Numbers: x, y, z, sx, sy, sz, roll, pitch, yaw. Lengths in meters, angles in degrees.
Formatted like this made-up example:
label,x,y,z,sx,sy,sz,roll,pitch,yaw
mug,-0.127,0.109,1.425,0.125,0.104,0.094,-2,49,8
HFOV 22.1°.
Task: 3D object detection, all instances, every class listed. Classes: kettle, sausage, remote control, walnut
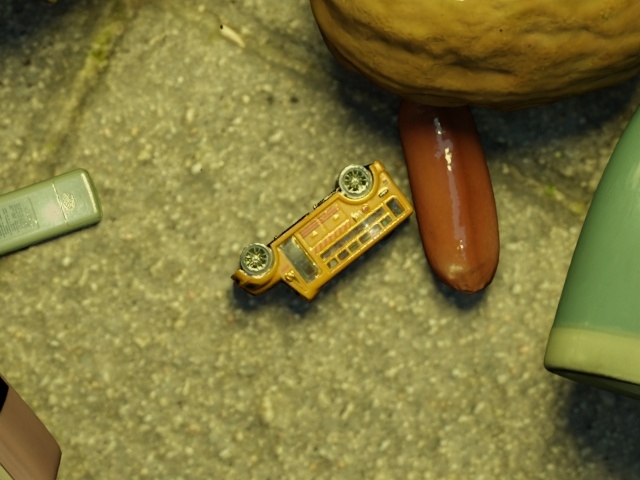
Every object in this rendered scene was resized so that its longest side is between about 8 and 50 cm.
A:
label,x,y,z,sx,sy,sz,roll,pitch,yaw
kettle,0.372,-0.017,1.363,0.319,0.247,0.342,20,82,-34
sausage,0.113,-0.049,1.420,0.077,0.077,0.194,-11,89,-1
remote control,-0.256,-0.022,1.445,0.124,0.018,0.053,-20,86,-2
walnut,0.154,-0.258,1.330,0.344,0.306,0.306,0,87,-7

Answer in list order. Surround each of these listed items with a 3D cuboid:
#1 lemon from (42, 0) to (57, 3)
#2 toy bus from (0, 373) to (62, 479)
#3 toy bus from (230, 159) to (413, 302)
label,x,y,z,sx,sy,sz,roll,pitch,yaw
lemon,-0.214,-0.376,1.298,0.350,0.350,0.387,6,78,0
toy bus,-0.323,0.162,1.357,0.142,0.142,0.202,-35,105,8
toy bus,0.000,0.000,1.420,0.162,0.069,0.074,-39,90,-3
